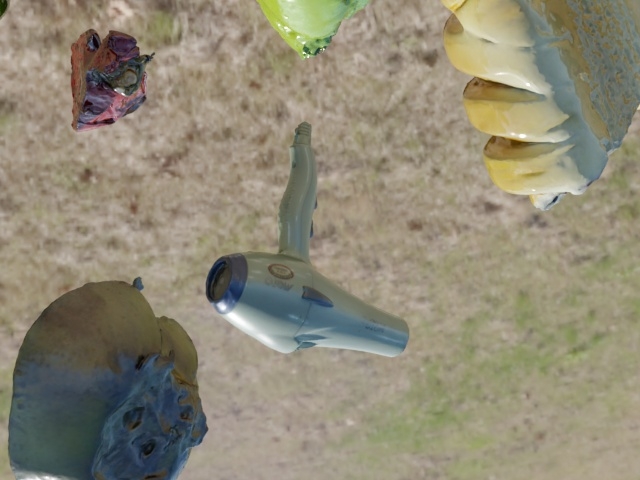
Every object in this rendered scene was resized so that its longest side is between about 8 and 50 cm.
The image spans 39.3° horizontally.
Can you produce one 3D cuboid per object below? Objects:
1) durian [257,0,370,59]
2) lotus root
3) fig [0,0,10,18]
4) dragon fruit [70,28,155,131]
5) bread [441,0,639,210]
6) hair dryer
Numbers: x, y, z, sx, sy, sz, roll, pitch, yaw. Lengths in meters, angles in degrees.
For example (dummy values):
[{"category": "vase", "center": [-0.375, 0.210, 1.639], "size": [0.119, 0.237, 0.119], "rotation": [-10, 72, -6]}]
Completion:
[{"category": "durian", "center": [-0.009, -0.491, 1.535], "size": [0.255, 0.204, 0.340], "rotation": [-34, 154, 4]}, {"category": "lotus root", "center": [-0.151, 0.134, 0.715], "size": [0.077, 0.204, 0.183], "rotation": [8, -176, 32]}, {"category": "fig", "center": [-0.365, -0.264, 0.934], "size": [0.177, 0.117, 0.117], "rotation": [20, -179, 43]}, {"category": "dragon fruit", "center": [-0.260, -0.220, 1.146], "size": [0.092, 0.123, 0.192], "rotation": [0, 166, -24]}, {"category": "bread", "center": [0.123, -0.105, 0.484], "size": [0.119, 0.177, 0.084], "rotation": [-35, -156, -28]}, {"category": "hair dryer", "center": [0.017, 0.037, 1.186], "size": [0.296, 0.298, 0.119], "rotation": [42, 147, -26]}]
